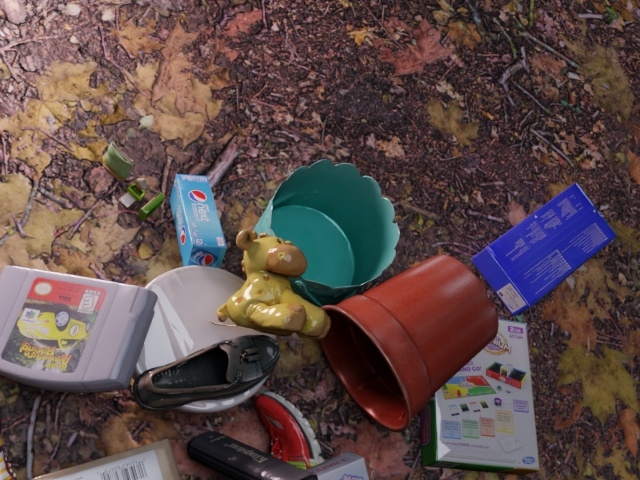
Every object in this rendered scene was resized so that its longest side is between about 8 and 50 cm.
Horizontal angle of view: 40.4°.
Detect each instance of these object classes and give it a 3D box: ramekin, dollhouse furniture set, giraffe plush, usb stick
[{"bbox_3d":[-0.226,0.190,1.575,0.272,0.127,0.273,10,64,-20],"label":"ramekin"},{"bbox_3d":[-0.375,-0.110,1.676,0.151,0.076,0.058,44,57,-1],"label":"dollhouse furniture set"},{"bbox_3d":[-0.081,0.072,1.506,0.210,0.181,0.171,7,80,11],"label":"giraffe plush"},{"bbox_3d":[-0.119,0.380,1.466,0.077,0.278,0.045,-23,113,-41],"label":"usb stick"}]

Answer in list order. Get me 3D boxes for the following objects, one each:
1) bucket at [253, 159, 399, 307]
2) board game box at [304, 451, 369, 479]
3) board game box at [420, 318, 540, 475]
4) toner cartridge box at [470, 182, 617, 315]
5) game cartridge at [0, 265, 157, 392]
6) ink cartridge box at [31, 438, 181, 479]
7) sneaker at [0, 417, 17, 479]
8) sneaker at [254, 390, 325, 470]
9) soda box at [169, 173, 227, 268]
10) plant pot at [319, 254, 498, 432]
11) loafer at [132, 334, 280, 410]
[{"bbox_3d":[0.000,0.000,1.729,0.281,0.183,0.281,9,65,-20],"label":"bucket"},{"bbox_3d":[-0.036,0.564,1.463,0.318,0.066,0.318,-16,94,-27],"label":"board game box"},{"bbox_3d":[0.324,0.312,1.798,0.242,0.064,0.317,11,63,-19],"label":"board game box"},{"bbox_3d":[0.522,0.016,2.014,0.347,0.075,0.165,-31,83,-31],"label":"toner cartridge box"},{"bbox_3d":[-0.439,0.153,1.462,0.294,0.060,0.196,8,65,13],"label":"game cartridge"},{"bbox_3d":[-0.340,0.455,1.428,0.234,0.088,0.193,-12,72,-29],"label":"ink cartridge box"},{"bbox_3d":[-0.526,0.371,1.402,0.083,0.069,0.186,16,68,-26],"label":"sneaker"},{"bbox_3d":[-0.057,0.406,1.568,0.118,0.107,0.279,-23,78,-25],"label":"sneaker"},{"bbox_3d":[-0.236,-0.034,1.660,0.067,0.071,0.210,3,42,-23],"label":"soda box"},{"bbox_3d":[0.177,0.175,1.650,0.265,0.272,0.272,-31,82,-22],"label":"plant pot"},{"bbox_3d":[-0.178,0.219,1.457,0.267,0.084,0.096,-16,75,-28],"label":"loafer"}]
